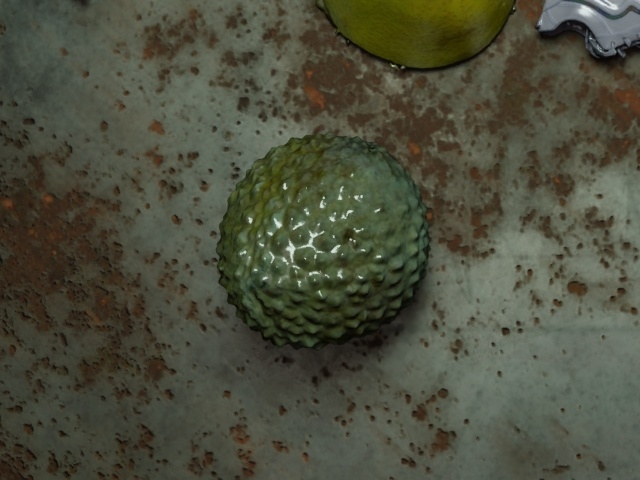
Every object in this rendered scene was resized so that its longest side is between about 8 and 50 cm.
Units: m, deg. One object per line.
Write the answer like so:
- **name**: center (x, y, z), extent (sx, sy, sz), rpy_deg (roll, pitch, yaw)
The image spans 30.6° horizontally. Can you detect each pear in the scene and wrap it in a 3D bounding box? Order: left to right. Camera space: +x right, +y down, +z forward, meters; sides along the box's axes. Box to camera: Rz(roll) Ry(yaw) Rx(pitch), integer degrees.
- **pear**: center (0.110, -0.340, 1.392), extent (0.267, 0.178, 0.267), rpy_deg (0, 88, 8)

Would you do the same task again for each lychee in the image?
- **lychee**: center (0.000, 0.000, 1.389), extent (0.255, 0.274, 0.255), rpy_deg (15, 116, 34)

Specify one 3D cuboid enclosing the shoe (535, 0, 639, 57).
- **shoe**: center (0.378, -0.269, 1.389), extent (0.245, 0.095, 0.138), rpy_deg (28, 100, 12)
